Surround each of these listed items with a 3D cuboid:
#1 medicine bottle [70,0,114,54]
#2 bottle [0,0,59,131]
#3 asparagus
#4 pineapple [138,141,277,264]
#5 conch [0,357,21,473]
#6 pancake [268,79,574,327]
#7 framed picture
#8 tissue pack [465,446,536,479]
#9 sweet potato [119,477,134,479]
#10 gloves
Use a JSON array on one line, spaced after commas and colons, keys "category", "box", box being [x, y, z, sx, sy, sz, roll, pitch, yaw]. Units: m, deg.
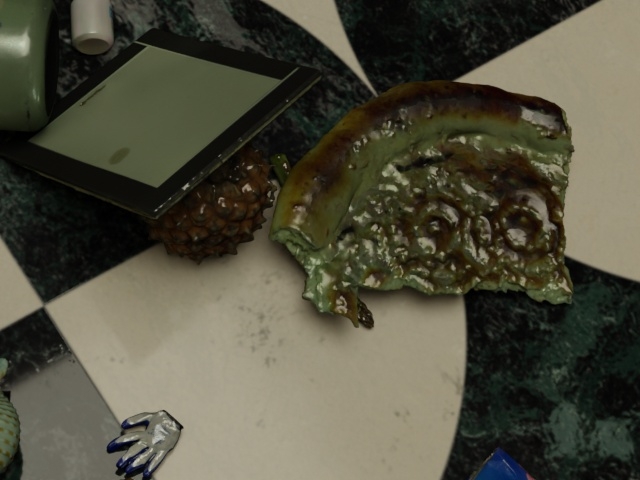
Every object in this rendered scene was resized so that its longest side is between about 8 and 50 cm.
[{"category": "medicine bottle", "box": [-0.283, -0.279, 2.061, 0.052, 0.052, 0.089, -2, 67, -10]}, {"category": "bottle", "box": [-0.485, -0.222, 1.947, 0.346, 0.168, 0.169, 5, 66, -1]}, {"category": "asparagus", "box": [0.000, 0.000, 1.999, 0.024, 0.025, 0.249, 0, 57, -56]}, {"category": "pineapple", "box": [-0.128, -0.061, 1.912, 0.166, 0.193, 0.166, 4, 73, -12]}, {"category": "conch", "box": [-0.389, 0.205, 1.805, 0.135, 0.102, 0.153, 5, 32, 5]}, {"category": "pancake", "box": [0.137, -0.054, 1.999, 0.426, 0.067, 0.305, -5, 68, -21]}, {"category": "framed picture", "box": [-0.192, -0.144, 1.914, 0.265, 0.016, 0.347, -43, 37, -23]}, {"category": "tissue pack", "box": [0.233, 0.382, 1.805, 0.269, 0.137, 0.209, 39, 65, 10]}, {"category": "sweet potato", "box": [-0.230, 0.409, 1.742, 0.095, 0.106, 0.355, -13, 64, 22]}, {"category": "gloves", "box": [-0.198, 0.225, 1.868, 0.064, 0.026, 0.086, 38, 71, 10]}]
